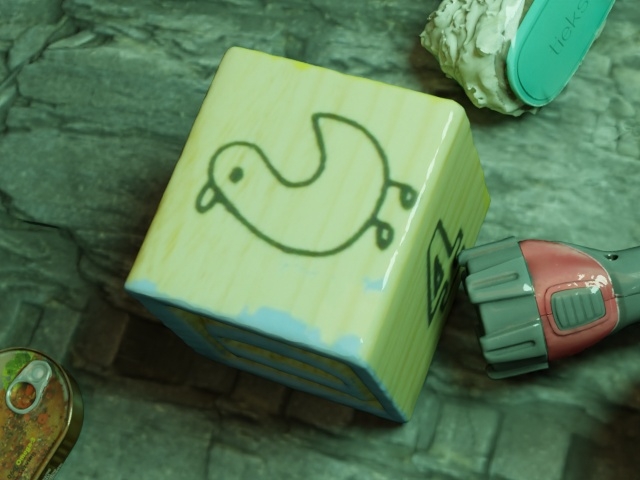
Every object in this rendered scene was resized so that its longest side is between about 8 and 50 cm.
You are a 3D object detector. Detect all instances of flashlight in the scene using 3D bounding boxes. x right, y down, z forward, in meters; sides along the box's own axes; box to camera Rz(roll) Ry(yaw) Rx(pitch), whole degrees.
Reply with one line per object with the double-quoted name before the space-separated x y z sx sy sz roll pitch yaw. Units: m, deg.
"flashlight" 0.258 0.020 0.987 0.304 0.103 0.103 -14 57 3

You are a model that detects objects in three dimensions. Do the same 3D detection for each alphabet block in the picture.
"alphabet block" 0.000 0.000 1.001 0.192 0.193 0.197 16 75 17

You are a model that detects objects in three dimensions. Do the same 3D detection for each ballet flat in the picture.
"ballet flat" 0.222 -0.284 1.090 0.147 0.147 0.409 37 82 23

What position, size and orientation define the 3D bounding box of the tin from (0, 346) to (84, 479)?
"tin" -0.267 0.176 1.085 0.106 0.040 0.189 29 79 17
